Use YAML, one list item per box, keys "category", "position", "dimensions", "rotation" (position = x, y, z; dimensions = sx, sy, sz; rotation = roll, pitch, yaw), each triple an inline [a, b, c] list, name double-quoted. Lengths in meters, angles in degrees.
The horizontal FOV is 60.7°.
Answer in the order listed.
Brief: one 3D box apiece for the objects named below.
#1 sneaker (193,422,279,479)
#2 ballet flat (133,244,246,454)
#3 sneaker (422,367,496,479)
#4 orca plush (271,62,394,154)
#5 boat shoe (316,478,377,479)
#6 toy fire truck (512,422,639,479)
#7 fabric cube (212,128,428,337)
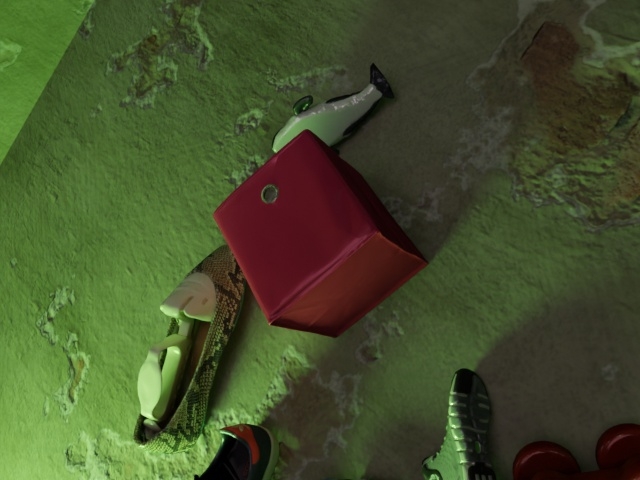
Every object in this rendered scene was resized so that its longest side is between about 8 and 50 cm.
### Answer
- category: "sneaker"
  position: [-0.190, 0.522, 1.036]
  dimensions: [0.131, 0.148, 0.350]
  rotation: [-4, 62, 31]
- category: "ballet flat"
  position: [-0.293, 0.227, 1.198]
  dimensions: [0.164, 0.182, 0.483]
  rotation: [11, 81, 33]
- category: "sneaker"
  position: [0.218, 0.338, 0.926]
  dimensions: [0.132, 0.086, 0.229]
  rotation: [-40, 35, 46]
- category: "orca plush"
  position: [0.015, -0.287, 1.218]
  dimensions: [0.287, 0.151, 0.102]
  rotation: [-43, 28, 16]
- category: "boat shoe"
  position: [0.064, 0.463, 0.984]
  dimensions: [0.183, 0.066, 0.066]
  rotation: [-5, 75, 24]
- category: "toy fire truck"
  position: [0.400, 0.413, 0.744]
  dimensions: [0.302, 0.169, 0.254]
  rotation: [-18, 86, 15]
- category: "fabric cube"
  position: [0.000, 0.000, 1.045]
  dimensions: [0.254, 0.259, 0.258]
  rotation: [-40, 60, 14]
